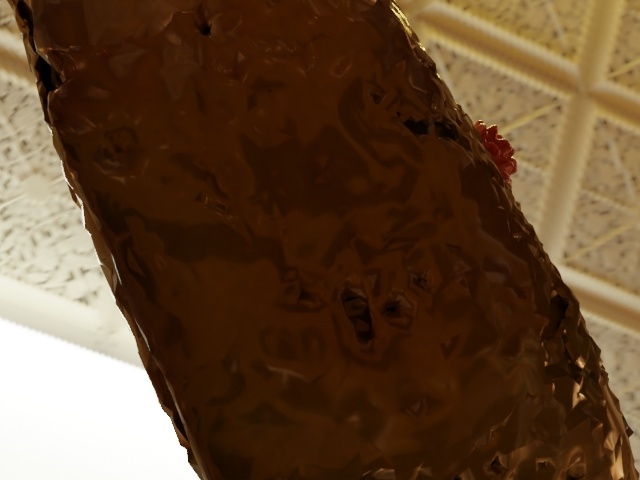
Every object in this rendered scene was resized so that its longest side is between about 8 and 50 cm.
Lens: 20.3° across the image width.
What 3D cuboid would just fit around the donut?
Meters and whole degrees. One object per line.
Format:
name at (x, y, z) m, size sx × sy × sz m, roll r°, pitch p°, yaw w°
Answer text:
donut at (0.000, 0.000, 0.494) m, size 0.107 × 0.272 × 0.272 m, roll -27°, pitch -85°, yaw -2°

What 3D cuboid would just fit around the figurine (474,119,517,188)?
figurine at (0.049, 0.056, 0.980) m, size 0.138 × 0.110 × 0.245 m, roll -8°, pitch -117°, yaw 10°
